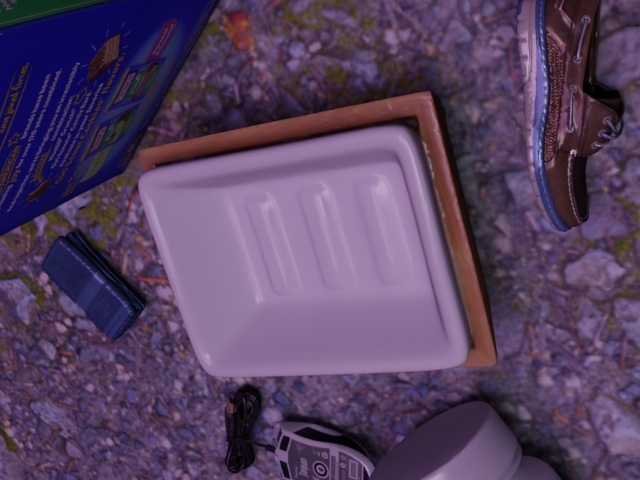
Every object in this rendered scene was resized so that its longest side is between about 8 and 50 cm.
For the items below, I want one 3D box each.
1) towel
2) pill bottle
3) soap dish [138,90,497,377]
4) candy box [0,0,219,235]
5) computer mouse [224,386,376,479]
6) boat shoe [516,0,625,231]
[{"bbox_3d":[-0.247,0.049,1.043,0.119,0.029,0.067,45,125,2],"label":"towel"},{"bbox_3d":[0.175,0.294,0.848,0.160,0.160,0.283,-32,95,35],"label":"pill bottle"},{"bbox_3d":[0.000,0.000,0.831,0.290,0.118,0.229,-7,109,31],"label":"soap dish"},{"bbox_3d":[-0.247,-0.129,0.782,0.122,0.317,0.268,42,125,5],"label":"candy box"},{"bbox_3d":[-0.017,0.219,0.992,0.192,0.042,0.106,14,114,29],"label":"computer mouse"},{"bbox_3d":[0.190,-0.094,0.716,0.066,0.066,0.183,-2,111,28],"label":"boat shoe"}]
